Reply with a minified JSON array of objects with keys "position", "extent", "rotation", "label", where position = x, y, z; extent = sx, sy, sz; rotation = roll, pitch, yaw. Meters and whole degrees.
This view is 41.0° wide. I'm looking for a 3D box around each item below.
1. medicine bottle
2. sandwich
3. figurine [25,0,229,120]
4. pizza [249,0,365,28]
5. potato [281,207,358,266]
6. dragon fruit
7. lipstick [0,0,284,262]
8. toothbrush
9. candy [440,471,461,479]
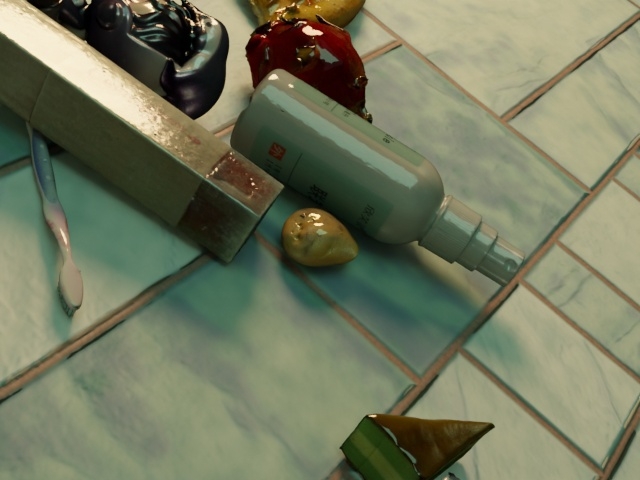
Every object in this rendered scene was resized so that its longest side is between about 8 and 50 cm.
[{"position":[0.070,-0.060,0.973],"extent":[0.352,0.110,0.110],"rotation":[32,43,1],"label":"medicine bottle"},{"position":[0.090,0.181,0.787],"extent":[0.116,0.074,0.074],"rotation":[-22,64,-42],"label":"sandwich"},{"position":[-0.214,-0.212,0.957],"extent":[0.222,0.145,0.145],"rotation":[13,45,-5],"label":"figurine"},{"position":[-0.018,-0.387,1.255],"extent":[0.182,0.074,0.365],"rotation":[38,42,-5],"label":"pizza"},{"position":[0.000,0.000,0.924],"extent":[0.083,0.062,0.068],"rotation":[27,54,-35],"label":"potato"},{"position":[0.012,-0.178,1.066],"extent":[0.246,0.125,0.125],"rotation":[52,31,0],"label":"dragon fruit"},{"position":[-0.215,-0.123,0.875],"extent":[0.371,0.080,0.076],"rotation":[36,38,-3],"label":"lipstick"},{"position":[-0.262,-0.041,0.835],"extent":[0.021,0.027,0.269],"rotation":[10,45,-39],"label":"toothbrush"},{"position":[0.147,0.266,0.727],"extent":[0.160,0.092,0.073],"rotation":[21,42,-12],"label":"candy"}]
